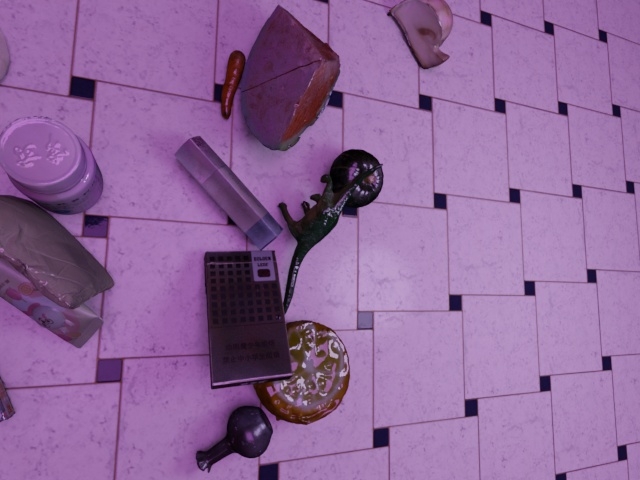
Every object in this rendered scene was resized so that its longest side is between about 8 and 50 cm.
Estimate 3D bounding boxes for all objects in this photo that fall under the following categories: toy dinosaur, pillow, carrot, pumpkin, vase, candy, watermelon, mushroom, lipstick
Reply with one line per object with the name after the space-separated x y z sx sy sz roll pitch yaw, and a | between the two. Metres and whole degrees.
0.000 0.000 1.037 0.087 0.447 0.301 27 39 -51 | toy dinosaur
-0.547 0.017 0.784 0.076 0.274 0.281 -45 102 -7 | pillow
-0.237 -0.417 1.081 0.047 0.047 0.191 14 80 -20 | carrot
0.104 -0.178 1.148 0.167 0.125 0.167 8 70 -24 | pumpkin
-0.207 0.478 0.958 0.182 0.120 0.120 -32 96 -8 | vase
-0.045 0.331 1.033 0.259 0.118 0.260 4 81 -24 | candy
-0.056 -0.401 1.083 0.222 0.319 0.292 12 120 -48 | watermelon
0.374 -0.702 1.298 0.173 0.162 0.236 -38 100 -20 | mushroom
-0.228 -0.118 1.025 0.068 0.066 0.317 -38 100 21 | lipstick

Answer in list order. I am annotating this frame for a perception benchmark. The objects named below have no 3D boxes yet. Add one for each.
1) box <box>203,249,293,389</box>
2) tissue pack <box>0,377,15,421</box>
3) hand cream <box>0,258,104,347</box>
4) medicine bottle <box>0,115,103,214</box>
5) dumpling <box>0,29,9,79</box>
-0.177 0.172 0.962 0.180 0.047 0.325 -1 58 -19 | box
-0.697 0.308 0.800 0.108 0.060 0.148 -22 94 -22 | tissue pack
-0.596 0.100 0.836 0.306 0.147 0.093 43 31 -13 | hand cream
-0.533 -0.142 0.815 0.151 0.254 0.152 2 84 -22 | medicine bottle
-0.759 -0.406 0.841 0.179 0.131 0.252 25 52 -37 | dumpling
